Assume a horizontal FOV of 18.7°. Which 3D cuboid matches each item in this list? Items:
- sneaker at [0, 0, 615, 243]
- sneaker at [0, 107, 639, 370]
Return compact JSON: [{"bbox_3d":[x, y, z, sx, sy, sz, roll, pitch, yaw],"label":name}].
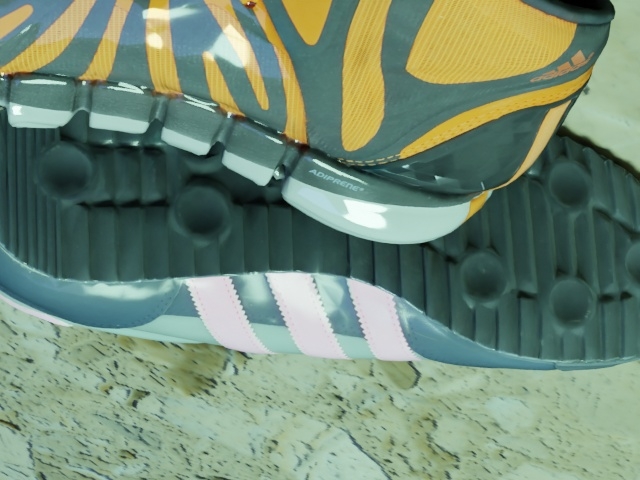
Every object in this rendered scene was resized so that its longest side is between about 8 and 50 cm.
[{"bbox_3d":[-0.044,-0.118,0.675,0.321,0.124,0.180,16,145,-18],"label":"sneaker"},{"bbox_3d":[0.000,0.000,0.853,0.319,0.112,0.131,11,163,-16],"label":"sneaker"}]
